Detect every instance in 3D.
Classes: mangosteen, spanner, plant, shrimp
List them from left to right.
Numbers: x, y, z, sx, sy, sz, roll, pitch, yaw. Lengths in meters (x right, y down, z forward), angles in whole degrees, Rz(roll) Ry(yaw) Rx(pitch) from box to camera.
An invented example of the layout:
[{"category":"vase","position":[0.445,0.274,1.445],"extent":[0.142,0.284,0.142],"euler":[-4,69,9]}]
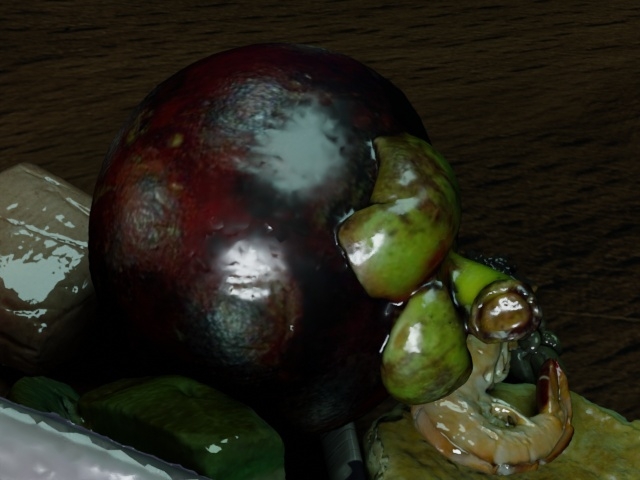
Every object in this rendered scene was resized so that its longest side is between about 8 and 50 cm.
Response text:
[{"category":"mangosteen","position":[0.000,0.000,1.206],"extent":[0.359,0.306,0.306],"euler":[-4,24,21]},{"category":"spanner","position":[0.025,0.179,1.234],"extent":[0.024,0.087,0.316],"euler":[25,24,-20]},{"category":"plant","position":[0.171,0.073,1.481],"extent":[0.085,0.087,0.174],"euler":[-26,47,-4]},{"category":"shrimp","position":[0.153,0.113,1.303],"extent":[0.133,0.053,0.236],"euler":[20,34,13]}]

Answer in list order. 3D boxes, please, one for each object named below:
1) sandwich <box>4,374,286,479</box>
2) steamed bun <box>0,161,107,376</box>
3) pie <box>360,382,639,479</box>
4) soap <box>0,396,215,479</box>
[{"category":"sandwich","position":[-0.083,0.185,1.045],"extent":[0.301,0.162,0.250],"euler":[41,-3,-2]},{"category":"steamed bun","position":[-0.234,0.030,1.303],"extent":[0.145,0.106,0.175],"euler":[29,46,6]},{"category":"pie","position":[0.167,0.210,1.268],"extent":[0.306,0.071,0.306],"euler":[12,30,-7]},{"category":"soap","position":[-0.184,0.225,0.851],"extent":[0.296,0.285,0.107],"euler":[22,-7,1]}]
